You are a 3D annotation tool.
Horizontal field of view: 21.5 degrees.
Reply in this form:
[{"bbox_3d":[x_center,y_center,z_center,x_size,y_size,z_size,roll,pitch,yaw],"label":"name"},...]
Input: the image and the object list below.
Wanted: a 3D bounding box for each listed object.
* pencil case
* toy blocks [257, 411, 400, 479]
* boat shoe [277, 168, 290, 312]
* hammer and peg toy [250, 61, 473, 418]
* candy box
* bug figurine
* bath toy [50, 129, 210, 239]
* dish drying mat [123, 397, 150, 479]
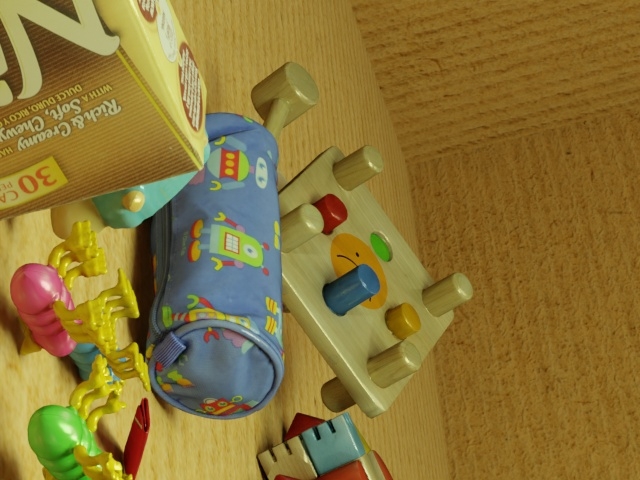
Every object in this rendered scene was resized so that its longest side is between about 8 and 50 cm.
[{"bbox_3d":[-0.098,0.011,1.507,0.133,0.119,0.306,23,39,-24],"label":"pencil case"},{"bbox_3d":[0.030,0.302,1.781,0.261,0.190,0.381,65,8,5],"label":"toy blocks"},{"bbox_3d":[-0.054,-0.002,1.993,0.063,0.066,0.184,121,-50,-62],"label":"boat shoe"},{"bbox_3d":[0.000,0.000,1.876,0.361,0.127,0.266,54,32,-7],"label":"hammer and peg toy"},{"bbox_3d":[-0.199,-0.160,0.945,0.087,0.183,0.316,-91,164,-50],"label":"candy box"},{"bbox_3d":[-0.155,0.121,1.133,0.216,0.072,0.279,75,1,-51],"label":"bug figurine"},{"bbox_3d":[-0.207,-0.158,1.091,0.129,0.151,0.348,34,-23,48],"label":"bath toy"},{"bbox_3d":[-0.139,0.153,1.273,0.083,0.008,0.032,113,-28,-51],"label":"dish drying mat"}]
